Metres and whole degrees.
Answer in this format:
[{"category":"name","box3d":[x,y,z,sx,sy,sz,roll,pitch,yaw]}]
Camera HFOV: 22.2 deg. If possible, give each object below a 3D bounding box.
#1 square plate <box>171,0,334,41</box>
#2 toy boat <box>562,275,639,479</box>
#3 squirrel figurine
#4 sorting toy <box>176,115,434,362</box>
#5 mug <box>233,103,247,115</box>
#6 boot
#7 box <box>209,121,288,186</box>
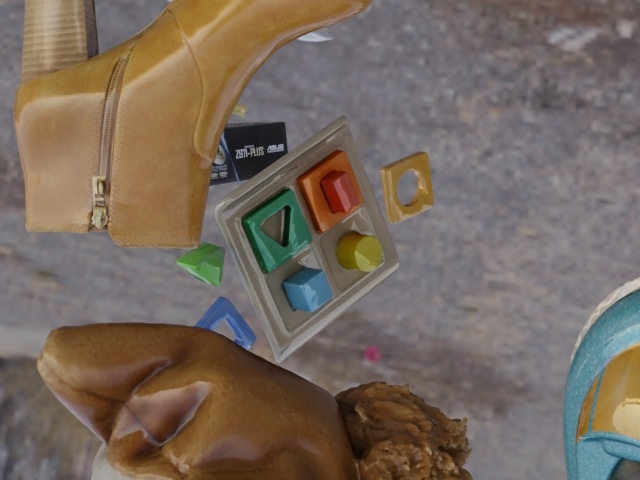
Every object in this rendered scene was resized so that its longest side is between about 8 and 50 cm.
[{"category":"square plate","box3d":[-0.186,-0.390,2.185,0.344,0.049,0.347,7,-144,-54]},{"category":"toy boat","box3d":[0.291,0.156,1.124,0.148,0.268,0.318,-18,-165,-42]},{"category":"squirrel figurine","box3d":[-0.015,0.274,1.212,0.397,0.281,0.370,-1,-145,-18]},{"category":"sorting toy","box3d":[0.000,0.000,1.617,0.047,0.347,0.196,14,133,47]},{"category":"mug","box3d":[-0.121,-0.137,1.607,0.078,0.062,0.064,49,169,-22]},{"category":"boot","box3d":[-0.096,-0.100,1.288,0.295,0.211,0.104,-3,-175,7]},{"category":"box","box3d":[-0.153,-0.121,2.277,0.147,0.078,0.180,-9,-173,-32]}]
